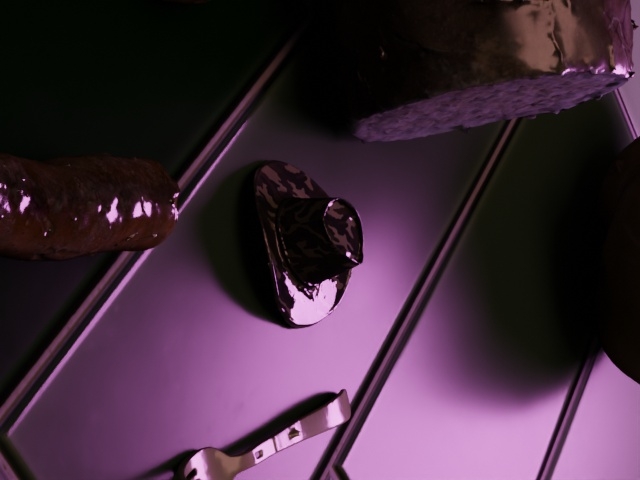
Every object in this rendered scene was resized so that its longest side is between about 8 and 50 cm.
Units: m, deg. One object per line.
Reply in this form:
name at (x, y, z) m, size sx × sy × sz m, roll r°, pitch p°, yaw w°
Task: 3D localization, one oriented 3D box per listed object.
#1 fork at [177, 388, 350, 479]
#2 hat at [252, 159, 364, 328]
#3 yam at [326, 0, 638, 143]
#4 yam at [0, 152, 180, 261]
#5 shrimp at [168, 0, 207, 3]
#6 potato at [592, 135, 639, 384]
fork at (-0.033, 0.125, 0.984) m, size 0.219 × 0.028 × 0.034 m, roll -23°, pitch 93°, yaw -61°
hat at (0.000, 0.000, 1.040) m, size 0.121 × 0.050 × 0.121 m, roll 26°, pitch 60°, yaw -55°
yam at (0.099, -0.251, 1.109) m, size 0.241 × 0.241 × 0.348 m, roll -1°, pitch 85°, yaw -57°
yam at (-0.163, -0.019, 0.788) m, size 0.253 × 0.061 × 0.061 m, roll 1°, pitch 80°, yaw -58°
shrimp at (-0.101, -0.271, 0.951) m, size 0.117 × 0.066 × 0.262 m, roll -36°, pitch 108°, yaw -54°
potato at (0.354, -0.009, 1.456) m, size 0.351 × 0.202 × 0.218 m, roll -64°, pitch 145°, yaw -54°
